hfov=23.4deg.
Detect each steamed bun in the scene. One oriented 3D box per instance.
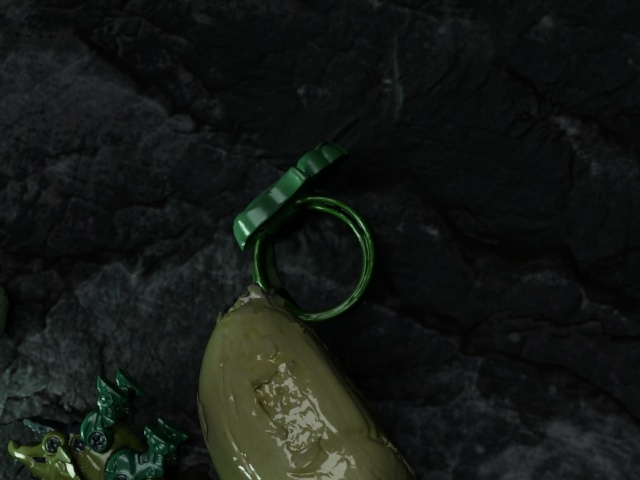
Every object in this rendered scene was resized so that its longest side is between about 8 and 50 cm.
[{"bbox_3d":[-0.029,0.193,1.495,0.166,0.232,0.273,-36,71,1],"label":"steamed bun"}]

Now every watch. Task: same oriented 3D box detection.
[{"bbox_3d":[0.000,0.000,1.594,0.165,0.131,0.152,-40,80,3],"label":"watch"}]

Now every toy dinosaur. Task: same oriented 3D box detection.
[{"bbox_3d":[-0.195,0.244,1.607,0.259,0.094,0.153,34,101,8],"label":"toy dinosaur"}]

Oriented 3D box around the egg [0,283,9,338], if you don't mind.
[{"bbox_3d":[-0.389,0.090,1.698,0.085,0.085,0.110,36,73,20],"label":"egg"}]
